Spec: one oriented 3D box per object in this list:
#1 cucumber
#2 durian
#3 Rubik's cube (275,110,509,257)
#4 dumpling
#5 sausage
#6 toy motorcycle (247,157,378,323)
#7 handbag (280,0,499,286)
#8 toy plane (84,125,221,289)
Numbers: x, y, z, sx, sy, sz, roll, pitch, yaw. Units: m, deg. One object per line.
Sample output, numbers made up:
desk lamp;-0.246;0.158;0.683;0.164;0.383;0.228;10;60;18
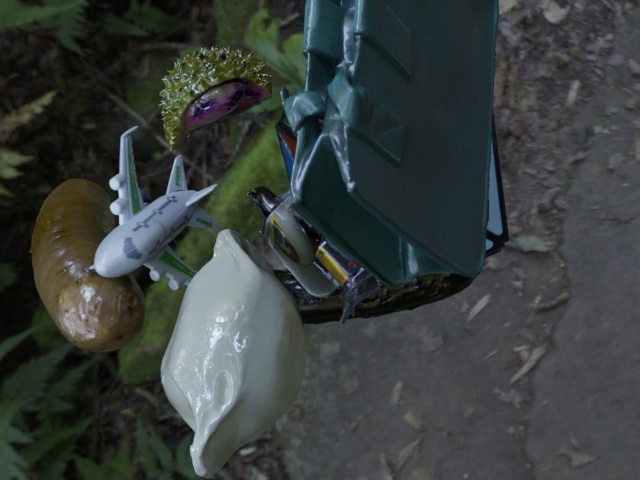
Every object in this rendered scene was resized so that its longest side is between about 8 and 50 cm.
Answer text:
cucumber;0.054;0.059;1.208;0.303;0.072;0.081;-5;74;-4
durian;-0.154;-0.226;1.338;0.186;0.108;0.119;-29;82;-13
Rubik's cube;0.108;-0.090;1.442;0.246;0.250;0.248;40;147;53
dumpling;-0.082;0.111;0.927;0.132;0.162;0.250;-2;57;15
sausage;-0.352;0.019;1.409;0.501;0.136;0.123;-130;25;-62
toy motorcycle;0.000;0.000;1.016;0.091;0.263;0.157;-39;83;-8
handbag;0.067;-0.139;0.842;0.089;0.238;0.327;-7;64;33
toy plane;-0.223;-0.012;1.260;0.101;0.255;0.251;-21;105;33
